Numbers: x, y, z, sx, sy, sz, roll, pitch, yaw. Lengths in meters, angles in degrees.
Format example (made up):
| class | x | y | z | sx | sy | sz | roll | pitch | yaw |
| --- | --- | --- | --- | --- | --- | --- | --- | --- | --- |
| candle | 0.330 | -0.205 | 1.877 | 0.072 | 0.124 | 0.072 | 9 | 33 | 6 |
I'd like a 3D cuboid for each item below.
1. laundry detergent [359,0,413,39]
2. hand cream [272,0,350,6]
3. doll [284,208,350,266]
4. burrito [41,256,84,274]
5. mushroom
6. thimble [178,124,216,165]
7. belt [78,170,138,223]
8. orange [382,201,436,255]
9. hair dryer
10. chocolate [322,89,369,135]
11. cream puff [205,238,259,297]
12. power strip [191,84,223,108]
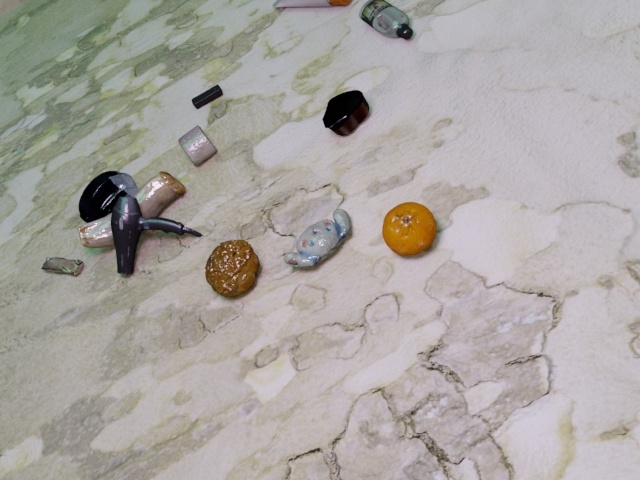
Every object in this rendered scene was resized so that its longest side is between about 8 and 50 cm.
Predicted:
| class | x | y | z | sx | sy | sz | roll | pitch | yaw |
| --- | --- | --- | --- | --- | --- | --- | --- | --- | --- |
| laundry detergent | 0.219 | -0.700 | 2.141 | 0.099 | 0.070 | 0.225 | -32 | 50 | -8 |
| hand cream | -0.035 | -0.874 | 2.376 | 0.314 | 0.089 | 0.139 | 20 | 66 | 39 |
| doll | 0.000 | 0.000 | 1.750 | 0.214 | 0.071 | 0.103 | -39 | 57 | -14 |
| burrito | -0.811 | 0.078 | 2.102 | 0.171 | 0.042 | 0.051 | 7 | 64 | 26 |
| mushroom | -0.576 | -0.086 | 2.051 | 0.351 | 0.122 | 0.095 | -36 | 38 | -9 |
| thimble | -0.394 | -0.301 | 2.131 | 0.090 | 0.102 | 0.115 | -37 | 20 | -2 |
| belt | -0.660 | -0.127 | 2.103 | 0.078 | 0.151 | 0.198 | 23 | 76 | 42 |
| orange | 0.215 | -0.033 | 1.639 | 0.136 | 0.117 | 0.135 | -11 | 49 | 12 |
| hair dryer | -0.480 | -0.008 | 1.959 | 0.272 | 0.091 | 0.235 | 3 | 95 | 6 |
| chocolate | 0.072 | -0.367 | 1.971 | 0.148 | 0.080 | 0.125 | -50 | 40 | -4 |
| cream puff | -0.239 | 0.069 | 1.784 | 0.150 | 0.115 | 0.165 | -17 | 53 | 19 |
| power strip | -0.390 | -0.495 | 2.312 | 0.111 | 0.029 | 0.037 | -28 | 50 | 9 |
